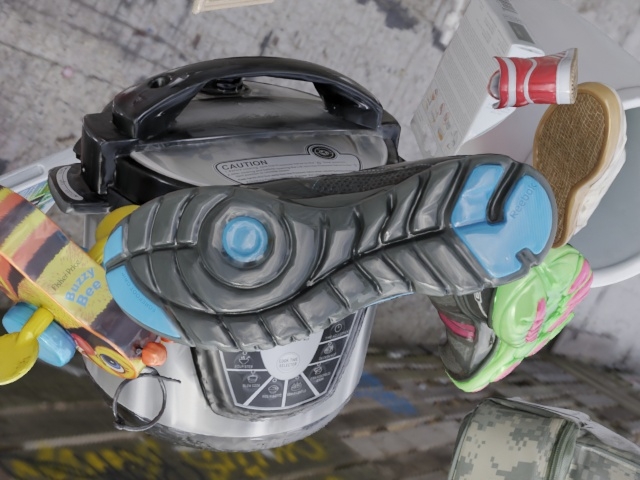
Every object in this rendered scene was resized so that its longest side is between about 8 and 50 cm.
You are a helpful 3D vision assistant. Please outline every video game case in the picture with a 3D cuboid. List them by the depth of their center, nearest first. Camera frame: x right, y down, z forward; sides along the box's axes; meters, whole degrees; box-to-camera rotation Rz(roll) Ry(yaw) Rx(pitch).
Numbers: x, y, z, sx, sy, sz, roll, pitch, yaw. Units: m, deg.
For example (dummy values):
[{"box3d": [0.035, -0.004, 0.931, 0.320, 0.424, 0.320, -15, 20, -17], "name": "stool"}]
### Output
[{"box3d": [-0.529, -0.037, 1.444, 0.300, 0.036, 0.329, -30, -178, -31], "name": "video game case"}]

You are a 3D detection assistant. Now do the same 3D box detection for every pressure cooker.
[{"box3d": [-0.101, -0.013, 1.100, 0.370, 0.375, 0.420, -49, 154, -58], "name": "pressure cooker"}]

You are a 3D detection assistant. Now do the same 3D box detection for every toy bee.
[{"box3d": [-0.195, 0.055, 0.832, 0.298, 0.162, 0.195, 30, 68, -38], "name": "toy bee"}]

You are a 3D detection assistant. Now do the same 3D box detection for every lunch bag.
[{"box3d": [0.259, 0.277, 0.893, 0.305, 0.256, 0.212, 29, 73, -69], "name": "lunch bag"}]

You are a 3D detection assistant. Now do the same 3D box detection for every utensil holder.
[{"box3d": [0.378, -0.170, 1.471, 0.327, 0.385, 0.327, -10, 128, -12], "name": "utensil holder"}]

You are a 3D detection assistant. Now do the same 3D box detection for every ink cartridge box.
[{"box3d": [0.211, -0.208, 1.299, 0.066, 0.189, 0.232, 10, 125, -16], "name": "ink cartridge box"}]

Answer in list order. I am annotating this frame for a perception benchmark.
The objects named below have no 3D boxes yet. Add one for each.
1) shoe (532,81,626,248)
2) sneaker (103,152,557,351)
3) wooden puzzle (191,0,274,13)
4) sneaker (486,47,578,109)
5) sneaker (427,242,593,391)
[{"box3d": [0.242, -0.076, 0.882, 0.058, 0.076, 0.219, -37, 155, -23], "name": "shoe"}, {"box3d": [0.005, 0.008, 0.728, 0.139, 0.341, 0.125, -47, 130, -82], "name": "sneaker"}, {"box3d": [-0.109, -0.476, 1.487, 0.238, 0.044, 0.221, -32, 152, -53], "name": "wooden puzzle"}, {"box3d": [0.168, -0.128, 0.735, 0.118, 0.067, 0.042, -38, 127, -68], "name": "sneaker"}, {"box3d": [0.234, 0.067, 1.288, 0.185, 0.202, 0.483, -33, 162, -14], "name": "sneaker"}]
